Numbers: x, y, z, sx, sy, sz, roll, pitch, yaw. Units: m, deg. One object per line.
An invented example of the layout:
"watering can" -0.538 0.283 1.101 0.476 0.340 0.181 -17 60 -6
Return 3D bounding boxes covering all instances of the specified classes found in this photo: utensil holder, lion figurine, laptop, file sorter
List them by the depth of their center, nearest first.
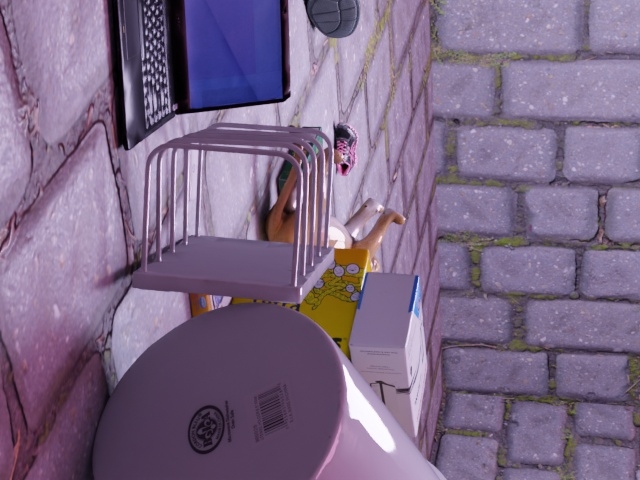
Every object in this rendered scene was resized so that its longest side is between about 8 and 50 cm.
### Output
"utensil holder" -0.040 0.300 1.525 0.385 0.327 0.328 55 37 -45
"laptop" -0.133 -0.248 1.540 0.264 0.136 0.234 -56 146 -67
"file sorter" -0.093 -0.042 1.581 0.278 0.193 0.173 -49 143 -77
"lion figurine" 0.000 0.000 2.171 0.240 0.142 0.392 -52 130 -4

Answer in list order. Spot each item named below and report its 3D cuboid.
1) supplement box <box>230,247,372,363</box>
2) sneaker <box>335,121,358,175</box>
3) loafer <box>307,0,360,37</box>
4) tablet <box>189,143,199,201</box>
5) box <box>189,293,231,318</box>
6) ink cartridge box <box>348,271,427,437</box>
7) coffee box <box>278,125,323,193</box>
"supplement box" -0.038 0.199 1.950 0.195 0.194 0.356 81 17 -45
"sneaker" 0.047 -0.178 2.615 0.057 0.047 0.119 -59 150 -42
"loafer" 0.015 -0.458 2.286 0.267 0.096 0.084 66 24 -60
"tablet" -0.166 -0.097 1.731 0.054 0.006 0.083 -46 137 -71
"box" -0.146 0.062 1.812 0.136 0.028 0.081 -64 154 -57
"ink cartridge box" 0.102 0.169 1.924 0.148 0.086 0.203 -76 162 -44
"coffee box" -0.030 -0.106 2.266 0.184 0.040 0.113 -71 162 -52
